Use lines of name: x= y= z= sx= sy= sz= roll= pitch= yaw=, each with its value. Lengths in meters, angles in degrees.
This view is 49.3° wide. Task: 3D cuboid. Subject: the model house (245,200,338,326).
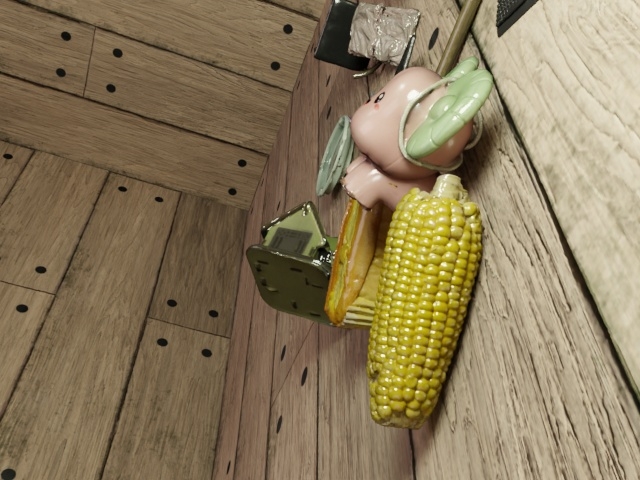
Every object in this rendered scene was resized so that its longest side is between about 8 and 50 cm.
model house: x=0.000 y=0.000 z=1.464 sx=0.218 sy=0.204 sz=0.279 roll=77 pitch=-147 yaw=-50

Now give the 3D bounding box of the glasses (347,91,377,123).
glasses: x=0.125 y=-0.314 z=1.727 sx=0.104 sy=0.062 sz=0.140 roll=-49 pitch=18 yaw=11

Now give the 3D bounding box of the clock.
clock: x=0.048 y=-0.224 z=1.890 sx=0.236 sy=0.053 sz=0.237 roll=-162 pitch=90 yaw=-78

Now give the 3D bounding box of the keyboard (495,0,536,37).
keyboard: x=0.307 y=-0.373 z=1.013 sx=0.196 sy=0.015 sz=0.074 roll=143 pitch=141 yaw=-71

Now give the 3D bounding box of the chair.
chair: x=0.085 y=-0.548 z=1.868 sx=0.272 sy=0.166 sz=0.188 roll=-105 pitch=33 yaw=-67

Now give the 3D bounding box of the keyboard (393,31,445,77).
keyboard: x=0.175 y=-0.353 z=1.427 sx=0.381 sy=0.041 sz=0.104 roll=-177 pitch=102 yaw=-84

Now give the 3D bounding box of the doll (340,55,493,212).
doll: x=0.163 y=-0.155 z=1.059 sx=0.268 sy=0.216 sz=0.284 roll=-45 pitch=12 yaw=21

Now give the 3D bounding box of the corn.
corn: x=0.135 y=0.080 z=0.939 sx=0.130 sy=0.130 sz=0.347 roll=170 pitch=114 yaw=-77

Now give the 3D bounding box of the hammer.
hammer: x=0.244 y=-0.366 z=1.229 sx=0.111 sy=0.043 sz=0.366 roll=-104 pitch=34 yaw=-69

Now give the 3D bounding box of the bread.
bread: x=0.092 y=0.022 z=1.239 sx=0.152 sy=0.119 sz=0.288 roll=-177 pitch=102 yaw=-81

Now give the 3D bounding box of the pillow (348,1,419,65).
pillow: x=0.139 y=-0.498 z=1.668 sx=0.248 sy=0.049 sz=0.135 roll=37 pitch=120 yaw=54
